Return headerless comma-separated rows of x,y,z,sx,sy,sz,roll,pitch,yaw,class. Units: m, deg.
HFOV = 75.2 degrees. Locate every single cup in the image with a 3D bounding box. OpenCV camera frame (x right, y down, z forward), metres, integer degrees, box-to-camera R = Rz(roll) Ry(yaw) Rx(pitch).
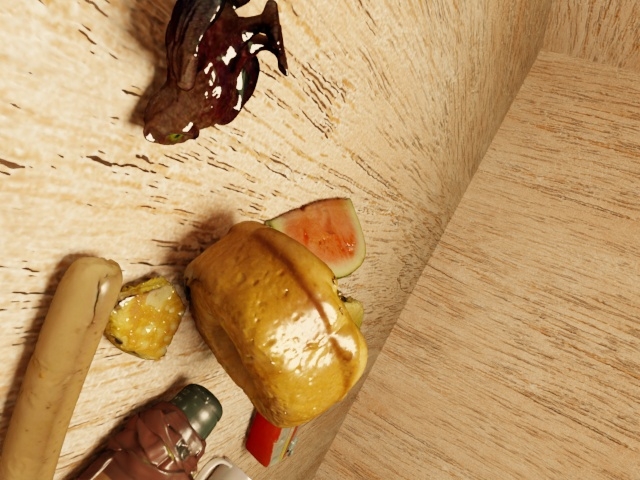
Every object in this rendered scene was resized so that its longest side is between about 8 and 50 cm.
-0.235,0.629,1.014,0.142,0.134,0.174,-45,153,-30,cup

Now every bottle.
-0.260,0.347,0.633,0.271,0.143,0.156,-45,152,-37,bottle

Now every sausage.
-0.289,0.155,0.456,0.066,0.065,0.301,0,114,-64,sausage

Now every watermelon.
-0.014,0.018,0.865,0.128,0.159,0.303,-30,177,36,watermelon

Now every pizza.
-0.231,0.101,0.549,0.099,0.035,0.160,-49,155,-26,pizza

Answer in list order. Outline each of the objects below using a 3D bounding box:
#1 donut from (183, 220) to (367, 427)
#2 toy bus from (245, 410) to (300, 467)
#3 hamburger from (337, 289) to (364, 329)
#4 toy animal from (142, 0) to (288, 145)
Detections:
-0.074,0.128,0.611,0.150,0.299,0.317,-35,115,-27,donut
-0.112,0.474,1.107,0.119,0.121,0.265,-15,131,-54,toy bus
-0.001,0.183,0.950,0.192,0.167,0.288,-38,147,-42,hamburger
-0.120,-0.183,0.424,0.179,0.116,0.218,-34,-174,3,toy animal
